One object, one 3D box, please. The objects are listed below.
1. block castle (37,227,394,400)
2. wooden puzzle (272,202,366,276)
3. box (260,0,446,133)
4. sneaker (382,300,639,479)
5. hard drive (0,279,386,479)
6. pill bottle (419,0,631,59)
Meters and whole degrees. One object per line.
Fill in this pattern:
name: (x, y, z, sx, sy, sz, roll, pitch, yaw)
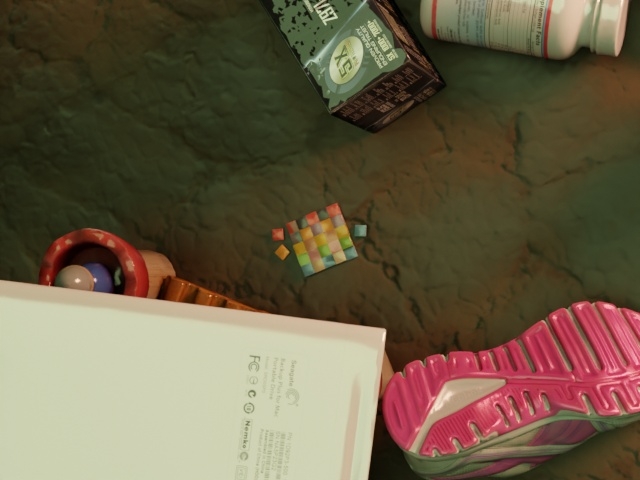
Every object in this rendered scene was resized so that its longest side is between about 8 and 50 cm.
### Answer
block castle: (-0.152, 0.238, 1.469, 0.303, 0.213, 0.453, 23, 95, 14)
wooden puzzle: (0.000, 0.000, 1.540, 0.083, 0.006, 0.049, -22, 84, 13)
box: (0.019, -0.173, 1.449, 0.077, 0.180, 0.147, -33, 82, 10)
sneaker: (0.170, 0.127, 1.453, 0.252, 0.111, 0.103, -12, 63, -6)
hard drive: (-0.115, 0.147, 1.353, 0.307, 0.040, 0.203, 7, 88, 2)
pill bottle: (0.166, -0.194, 1.461, 0.160, 0.087, 0.087, 11, 92, 14)
